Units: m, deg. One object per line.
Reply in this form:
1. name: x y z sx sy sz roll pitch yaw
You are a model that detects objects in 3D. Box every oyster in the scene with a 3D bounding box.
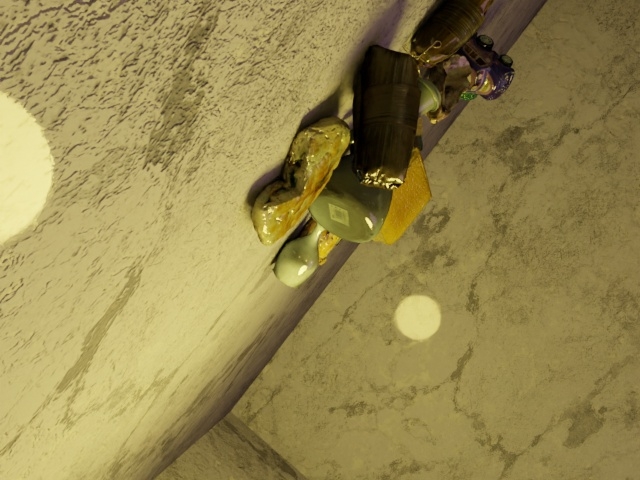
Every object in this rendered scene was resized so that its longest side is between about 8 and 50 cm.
1. oyster: 0.404 -0.498 1.742 0.110 0.166 0.341 -1 -122 44

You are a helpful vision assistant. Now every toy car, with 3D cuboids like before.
1. toy car: 0.566 -0.611 1.911 0.158 0.235 0.172 -32 162 -31

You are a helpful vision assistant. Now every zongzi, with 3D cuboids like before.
1. zongzi: 0.316 -0.520 1.374 0.247 0.111 0.241 -47 178 2
2. zongzi: 0.125 -0.243 1.181 0.300 0.138 0.286 161 -65 -81

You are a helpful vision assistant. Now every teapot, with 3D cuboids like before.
1. teapot: 0.096 -0.188 1.427 0.223 0.305 0.285 5 -128 45

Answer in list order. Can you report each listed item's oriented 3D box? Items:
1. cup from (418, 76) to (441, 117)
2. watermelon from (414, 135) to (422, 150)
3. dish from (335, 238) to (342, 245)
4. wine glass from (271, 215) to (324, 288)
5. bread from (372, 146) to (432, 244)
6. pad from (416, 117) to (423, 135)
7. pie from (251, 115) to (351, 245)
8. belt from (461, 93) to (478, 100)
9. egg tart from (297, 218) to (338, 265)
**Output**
1. cup: 0.279 -0.411 1.597 0.141 0.120 0.120 -42 170 -6
2. watermelon: 0.438 -0.463 2.439 0.155 0.080 0.101 -25 117 -67
3. dish: 0.057 -0.037 2.070 0.207 0.080 0.149 -50 171 -23
4. wine glass: -0.046 0.026 1.638 0.241 0.126 0.126 -54 171 19
5. bread: 0.296 -0.181 2.148 0.323 0.143 0.333 -49 145 -14
6. pad: 0.230 -0.336 1.601 0.235 0.158 0.003 3 84 -79
7. pie: -0.042 -0.129 1.177 0.337 0.075 0.337 -52 171 -12
8. belt: 0.679 -0.715 2.402 0.151 0.121 0.079 -54 170 -20
9. egg tart: 0.000 0.000 1.827 0.291 0.107 0.291 -49 171 -11
